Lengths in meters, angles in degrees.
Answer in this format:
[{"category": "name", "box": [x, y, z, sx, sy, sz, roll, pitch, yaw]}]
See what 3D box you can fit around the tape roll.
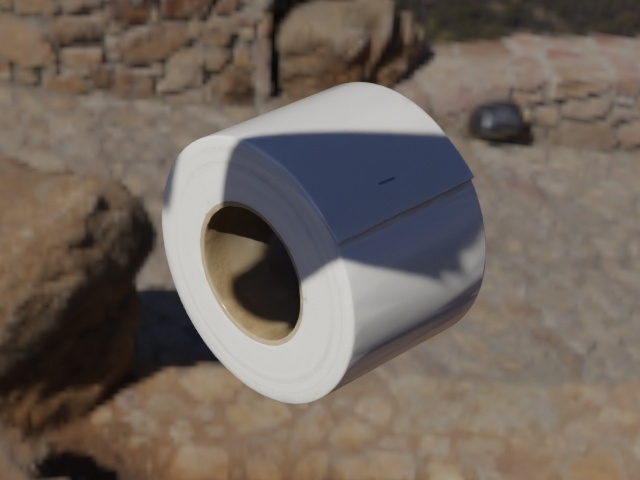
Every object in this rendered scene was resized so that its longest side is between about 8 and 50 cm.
[{"category": "tape roll", "box": [0.000, 0.000, 1.484, 0.169, 0.246, 0.246, -25, 45, -37]}]
